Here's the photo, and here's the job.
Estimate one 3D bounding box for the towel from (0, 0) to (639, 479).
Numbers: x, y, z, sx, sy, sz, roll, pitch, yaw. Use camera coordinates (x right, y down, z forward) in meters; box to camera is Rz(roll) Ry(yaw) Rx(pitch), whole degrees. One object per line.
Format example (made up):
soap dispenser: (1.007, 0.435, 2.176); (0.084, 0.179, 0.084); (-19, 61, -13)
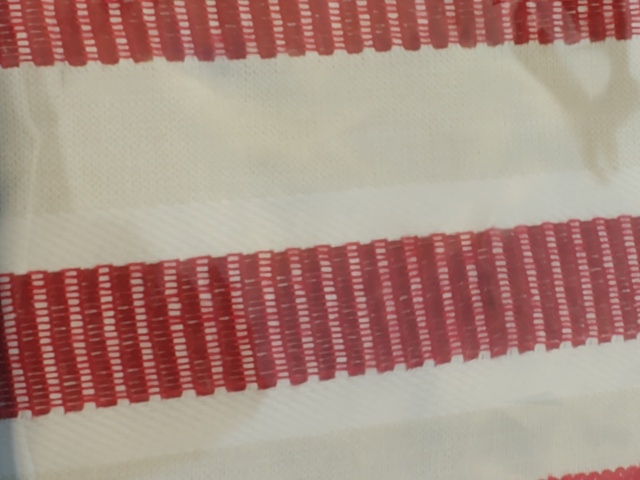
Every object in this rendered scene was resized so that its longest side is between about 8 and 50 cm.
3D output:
towel: (0.023, -0.002, 0.345); (0.237, 0.329, 0.037); (-5, 178, -19)
